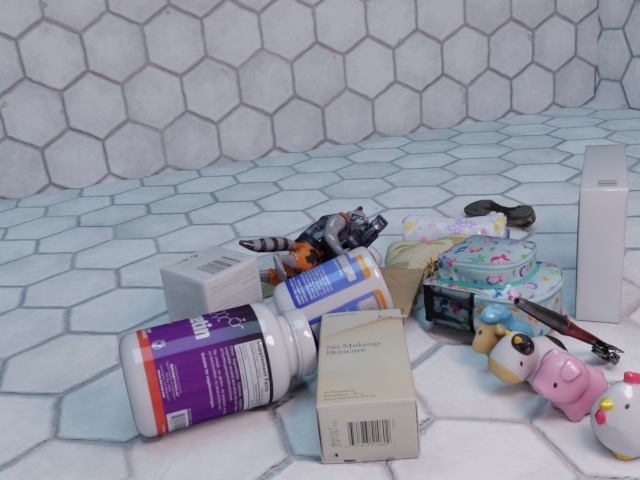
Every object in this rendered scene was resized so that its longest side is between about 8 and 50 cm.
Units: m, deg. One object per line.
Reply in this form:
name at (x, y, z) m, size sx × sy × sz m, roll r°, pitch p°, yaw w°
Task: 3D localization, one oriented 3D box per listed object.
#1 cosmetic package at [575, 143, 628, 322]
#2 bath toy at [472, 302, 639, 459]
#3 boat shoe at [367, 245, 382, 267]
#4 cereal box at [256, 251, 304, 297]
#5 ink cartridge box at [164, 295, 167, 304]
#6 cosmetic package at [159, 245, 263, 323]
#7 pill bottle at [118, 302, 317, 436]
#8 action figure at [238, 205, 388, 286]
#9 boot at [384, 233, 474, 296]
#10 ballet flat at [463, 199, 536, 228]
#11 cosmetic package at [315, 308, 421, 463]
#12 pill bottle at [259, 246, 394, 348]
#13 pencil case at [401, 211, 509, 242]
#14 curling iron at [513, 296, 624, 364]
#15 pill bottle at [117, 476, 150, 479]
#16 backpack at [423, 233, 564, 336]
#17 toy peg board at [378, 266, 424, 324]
cosmetic package at (0.617, -0.030, 1.503) m, size 0.097 × 0.285 × 0.377 m, roll 1°, pitch 20°, yaw 23°
bath toy at (0.393, 0.217, 1.114) m, size 0.151 × 0.129 × 0.348 m, roll -14°, pitch 22°, yaw -21°
boat shoe at (0.092, 0.024, 1.802) m, size 0.075 × 0.083 × 0.226 m, roll -22°, pitch 24°, yaw -35°
cereal box at (-0.103, 0.077, 1.764) m, size 0.240 × 0.048 × 0.173 m, roll -15°, pitch 22°, yaw -25°
ink cartridge box at (-0.261, 0.108, 1.628) m, size 0.198 × 0.067 × 0.115 m, roll -16°, pitch 29°, yaw 3°
cosmetic package at (-0.224, 0.129, 1.454) m, size 0.151 × 0.184 × 0.151 m, roll 13°, pitch 27°, yaw 41°
pill bottle at (-0.178, 0.216, 1.203) m, size 0.322 × 0.182 × 0.181 m, roll -13°, pitch 21°, yaw -18°
action figure at (0.000, 0.000, 1.548) m, size 0.330 × 0.179 × 0.341 m, roll -27°, pitch -14°, yaw -36°
boot at (0.270, 0.061, 1.628) m, size 0.261 × 0.095 × 0.203 m, roll -2°, pitch 20°, yaw 17°
ballet flat at (0.525, -0.075, 2.009) m, size 0.084 × 0.058 × 0.249 m, roll -43°, pitch 30°, yaw -25°
cosmetic package at (0.077, 0.237, 1.175) m, size 0.160 × 0.113 × 0.309 m, roll -5°, pitch 21°, yaw 3°
pill bottle at (-0.003, 0.132, 1.384) m, size 0.271 × 0.152 × 0.152 m, roll -24°, pitch 21°, yaw -3°
pencil case at (0.345, -0.009, 1.762) m, size 0.273 × 0.124 × 0.113 m, roll -1°, pitch 21°, yaw 17°
curling iron at (0.433, 0.152, 1.187) m, size 0.274 × 0.035 × 0.068 m, roll 29°, pitch 1°, yaw -26°
pill bottle at (-0.260, 0.402, 0.741) m, size 0.160 × 0.161 × 0.283 m, roll 2°, pitch 21°, yaw 20°
backpack at (0.361, 0.098, 1.388) m, size 0.253 × 0.191 × 0.225 m, roll 18°, pitch 29°, yaw 38°
toy peg board at (0.138, 0.138, 1.513) m, size 0.161 × 0.079 × 0.161 m, roll 2°, pitch 37°, yaw 23°
